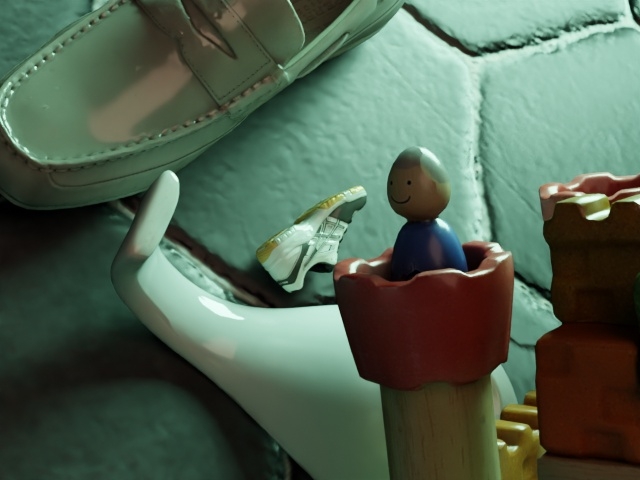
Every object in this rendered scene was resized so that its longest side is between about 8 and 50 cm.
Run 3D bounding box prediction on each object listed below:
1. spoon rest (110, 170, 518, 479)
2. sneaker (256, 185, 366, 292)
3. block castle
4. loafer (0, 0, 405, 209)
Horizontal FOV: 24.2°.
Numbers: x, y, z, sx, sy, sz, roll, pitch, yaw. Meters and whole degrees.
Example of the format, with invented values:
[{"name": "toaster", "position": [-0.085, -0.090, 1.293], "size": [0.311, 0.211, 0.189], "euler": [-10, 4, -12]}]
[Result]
[{"name": "spoon rest", "position": [0.001, 0.066, 0.820], "size": [0.276, 0.084, 0.137], "euler": [35, 56, -20]}, {"name": "sneaker", "position": [0.000, 0.000, 0.875], "size": [0.083, 0.032, 0.037], "euler": [-38, 97, -29]}, {"name": "block castle", "position": [0.255, 0.036, 0.672], "size": [0.303, 0.453, 0.213], "euler": [-19, 106, -51]}, {"name": "loafer", "position": [-0.061, -0.123, 0.859], "size": [0.112, 0.111, 0.319], "euler": [48, 56, 6]}]
